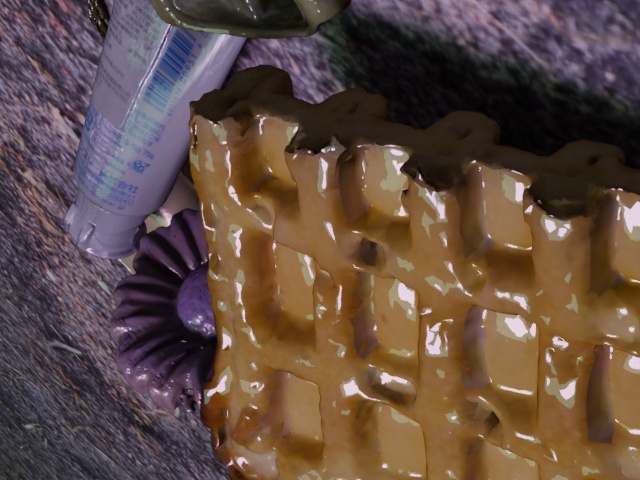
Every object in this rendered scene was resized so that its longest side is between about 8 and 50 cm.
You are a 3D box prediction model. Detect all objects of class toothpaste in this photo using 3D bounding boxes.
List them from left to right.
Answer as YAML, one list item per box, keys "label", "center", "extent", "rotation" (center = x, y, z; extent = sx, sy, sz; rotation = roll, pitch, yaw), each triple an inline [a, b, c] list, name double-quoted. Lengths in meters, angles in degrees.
- label: "toothpaste"
  center: [-0.117, -0.106, 0.991]
  extent: [0.114, 0.073, 0.299]
  rotation: [40, 135, 13]

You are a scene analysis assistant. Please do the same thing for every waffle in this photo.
- label: "waffle"
  center: [0.076, 0.069, 0.812]
  extent: [0.348, 0.077, 0.304]
  rotation: [17, 127, 30]

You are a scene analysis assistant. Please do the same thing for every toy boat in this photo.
- label: "toy boat"
  center: [-0.031, -0.153, 0.817]
  extent: [0.185, 0.071, 0.089]
  rotation: [11, 139, 53]

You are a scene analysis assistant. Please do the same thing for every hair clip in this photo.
- label: "hair clip"
  center: [-0.005, 0.072, 1.013]
  extent: [0.300, 0.173, 0.069]
  rotation: [20, 147, 4]

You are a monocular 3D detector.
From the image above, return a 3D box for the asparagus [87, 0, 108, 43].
- label: "asparagus"
  center: [-0.161, -0.137, 1.121]
  extent: [0.016, 0.016, 0.163]
  rotation: [52, 165, 39]

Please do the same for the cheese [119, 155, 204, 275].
- label: "cheese"
  center: [-0.117, -0.032, 1.144]
  extent: [0.163, 0.071, 0.249]
  rotation: [40, 146, 5]
